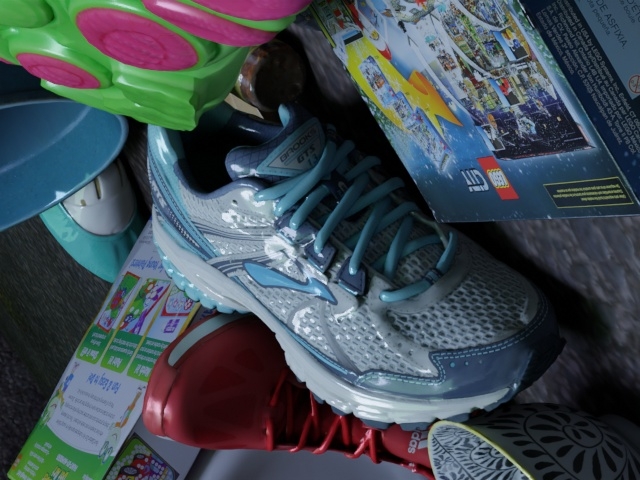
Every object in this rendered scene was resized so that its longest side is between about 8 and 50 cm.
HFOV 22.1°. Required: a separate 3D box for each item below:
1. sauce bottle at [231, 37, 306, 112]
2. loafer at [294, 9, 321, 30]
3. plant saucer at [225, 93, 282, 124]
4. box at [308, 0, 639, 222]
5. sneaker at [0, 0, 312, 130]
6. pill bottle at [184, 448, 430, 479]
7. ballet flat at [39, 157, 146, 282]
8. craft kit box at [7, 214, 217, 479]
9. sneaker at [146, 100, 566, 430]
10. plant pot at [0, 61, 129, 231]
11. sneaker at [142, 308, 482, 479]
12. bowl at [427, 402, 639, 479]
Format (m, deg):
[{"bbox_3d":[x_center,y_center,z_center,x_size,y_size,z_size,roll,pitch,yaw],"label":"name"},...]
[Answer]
[{"bbox_3d":[-0.057,-0.111,0.956,0.128,0.042,0.042,32,151,48],"label":"sauce bottle"},{"bbox_3d":[-0.052,-0.157,0.833,0.170,0.062,0.061,43,164,39],"label":"loafer"},{"bbox_3d":[-0.043,-0.076,1.030,0.083,0.015,0.083,48,161,23],"label":"plant saucer"},{"bbox_3d":[0.058,-0.085,0.655,0.159,0.044,0.233,57,169,-8],"label":"box"},{"bbox_3d":[-0.069,-0.168,0.649,0.185,0.202,0.483,28,170,-19],"label":"sneaker"},{"bbox_3d":[-0.060,0.198,1.252,0.210,0.210,0.363,59,162,-11],"label":"pill bottle"},{"bbox_3d":[-0.218,-0.070,1.411,0.247,0.083,0.087,55,149,-5],"label":"ballet flat"},{"bbox_3d":[-0.121,0.088,1.165,0.061,0.246,0.250,34,169,-17],"label":"craft kit box"},{"bbox_3d":[0.000,0.000,0.856,0.283,0.110,0.122,23,141,39],"label":"sneaker"},{"bbox_3d":[-0.320,-0.150,1.256,0.271,0.271,0.255,114,134,-70],"label":"plant pot"},{"bbox_3d":[0.014,0.093,0.941,0.128,0.221,0.087,26,113,39],"label":"sneaker"},{"bbox_3d":[0.138,0.140,0.835,0.170,0.080,0.170,48,161,22],"label":"bowl"}]
